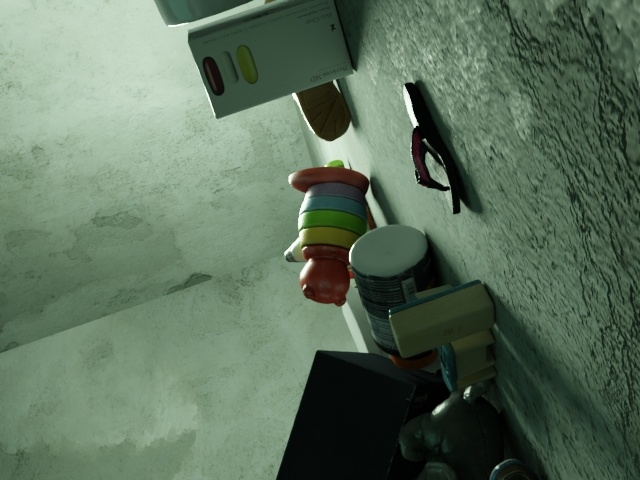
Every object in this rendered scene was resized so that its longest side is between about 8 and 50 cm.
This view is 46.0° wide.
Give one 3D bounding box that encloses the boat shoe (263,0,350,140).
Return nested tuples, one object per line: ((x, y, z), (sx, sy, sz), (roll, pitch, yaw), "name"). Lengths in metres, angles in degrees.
((-0.034, -0.375, 1.659), (0.123, 0.123, 0.342), (-179, 63, -87), "boat shoe")

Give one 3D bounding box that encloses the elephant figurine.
((0.218, 0.352, 1.059), (0.186, 0.169, 0.239), (51, -161, -45), "elephant figurine")

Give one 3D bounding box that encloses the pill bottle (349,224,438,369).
((0.136, 0.105, 1.258), (0.130, 0.130, 0.245), (-111, 3, -54), "pill bottle")

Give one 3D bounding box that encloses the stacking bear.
((0.020, -0.002, 1.659), (0.164, 0.175, 0.289), (-16, 62, 51), "stacking bear")

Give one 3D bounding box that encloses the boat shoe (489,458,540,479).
((0.273, 0.357, 0.948), (0.183, 0.066, 0.066), (61, 177, -17), "boat shoe")

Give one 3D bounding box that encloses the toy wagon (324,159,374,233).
((0.091, -0.056, 2.072), (0.344, 0.068, 0.267), (73, 178, -69), "toy wagon")

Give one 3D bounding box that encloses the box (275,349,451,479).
((0.079, 0.367, 1.316), (0.343, 0.179, 0.312), (26, -98, -68), "box")

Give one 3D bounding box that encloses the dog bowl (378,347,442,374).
((0.172, 0.191, 1.645), (0.349, 0.102, 0.349), (160, 90, -88), "dog bowl")

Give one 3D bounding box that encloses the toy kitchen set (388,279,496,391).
((0.145, 0.099, 1.011), (0.207, 0.122, 0.166), (73, 177, -50), "toy kitchen set")

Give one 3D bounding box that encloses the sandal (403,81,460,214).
((0.120, -0.103, 0.883), (0.067, 0.040, 0.179), (75, 176, -67), "sandal")

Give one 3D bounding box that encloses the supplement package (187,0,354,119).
((-0.097, -0.349, 1.387), (0.204, 0.262, 0.145), (-113, 4, -66), "supplement package")

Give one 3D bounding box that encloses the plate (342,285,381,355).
((0.151, 0.253, 1.898), (0.277, 0.045, 0.278), (30, -150, -47), "plate")

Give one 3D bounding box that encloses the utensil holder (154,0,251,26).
((-0.222, -0.636, 1.392), (0.327, 0.327, 0.385), (-113, 1, -65), "utensil holder")

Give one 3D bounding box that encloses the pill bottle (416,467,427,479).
((0.259, 0.534, 1.365), (0.176, 0.176, 0.318), (-111, 2, -51), "pill bottle")

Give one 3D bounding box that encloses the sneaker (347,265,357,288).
((0.081, 0.069, 2.235), (0.118, 0.107, 0.279), (49, -166, -5), "sneaker")

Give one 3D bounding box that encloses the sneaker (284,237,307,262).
((0.000, 0.000, 1.839), (0.235, 0.095, 0.090), (-19, -97, -60), "sneaker")
